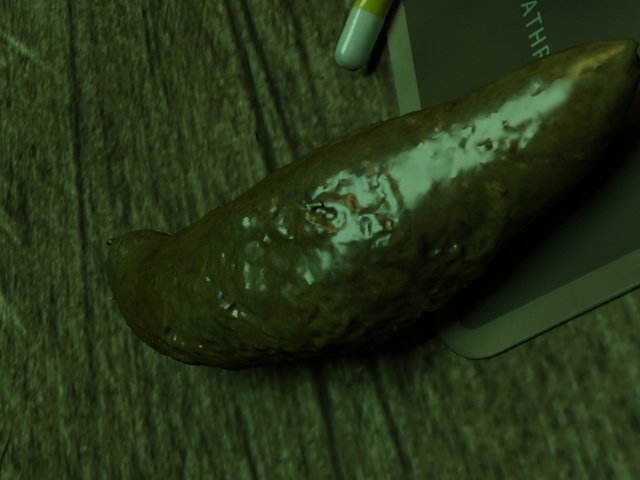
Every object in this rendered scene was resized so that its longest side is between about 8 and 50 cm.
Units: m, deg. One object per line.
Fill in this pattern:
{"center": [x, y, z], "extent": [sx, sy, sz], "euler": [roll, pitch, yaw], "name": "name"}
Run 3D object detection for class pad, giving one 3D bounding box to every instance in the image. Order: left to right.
{"center": [0.104, -0.088, 0.560], "extent": [0.176, 0.002, 0.266], "euler": [-31, 51, 35], "name": "pad"}

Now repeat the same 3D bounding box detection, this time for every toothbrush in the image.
{"center": [0.069, -0.225, 0.645], "extent": [0.024, 0.021, 0.288], "euler": [16, 83, 61], "name": "toothbrush"}

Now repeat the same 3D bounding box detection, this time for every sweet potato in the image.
{"center": [-0.002, 0.003, 0.561], "extent": [0.341, 0.092, 0.114], "euler": [-22, 41, 41], "name": "sweet potato"}
